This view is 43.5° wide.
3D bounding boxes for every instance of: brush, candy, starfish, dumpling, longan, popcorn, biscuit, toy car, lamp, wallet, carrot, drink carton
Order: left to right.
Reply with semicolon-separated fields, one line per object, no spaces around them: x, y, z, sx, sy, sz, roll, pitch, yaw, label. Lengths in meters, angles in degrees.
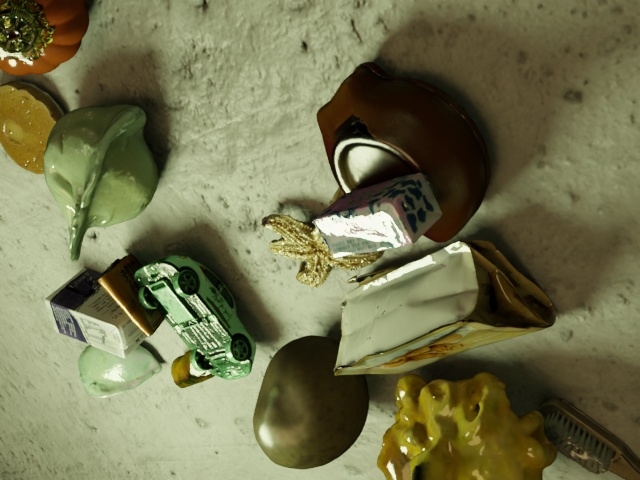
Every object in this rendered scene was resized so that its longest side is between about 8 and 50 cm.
-0.505;-0.387;1.351;0.223;0.196;0.223;-6;129;-7;lamp
-0.593;-0.233;1.641;0.181;0.049;0.208;32;136;12;biscuit
-0.489;0.161;1.814;0.222;0.134;0.101;15;128;26;drink carton
-0.403;-0.117;1.497;0.320;0.212;0.270;86;160;-52;dumpling
-0.488;0.309;1.932;0.217;0.149;0.105;12;169;20;dumpling
-0.381;0.107;1.670;0.042;0.195;0.161;-40;98;8;wallet
-0.277;0.279;1.790;0.082;0.082;0.173;51;136;-9;carrot
-0.238;0.145;1.625;0.136;0.125;0.306;-20;115;40;toy car
-0.018;0.299;1.507;0.215;0.246;0.246;-9;118;27;longan
0.000;0.001;1.384;0.238;0.071;0.216;12;135;21;starfish
0.078;-0.034;1.085;0.160;0.092;0.073;-12;110;47;candy
0.231;0.369;1.330;0.316;0.281;0.297;-7;81;41;popcorn
0.495;0.381;1.320;0.327;0.065;0.070;35;134;7;brush

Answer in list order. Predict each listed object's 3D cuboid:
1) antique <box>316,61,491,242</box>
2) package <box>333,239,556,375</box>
0.115;-0.119;1.154;0.278;0.129;0.223;48;141;-5;antique
0.178;0.103;1.294;0.311;0.221;0.165;-29;63;48;package
